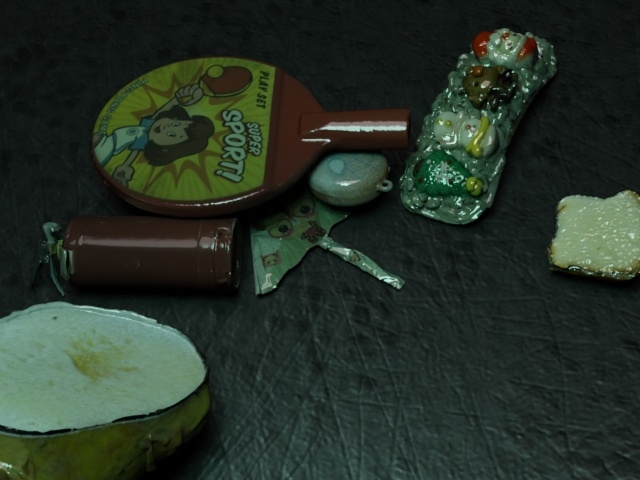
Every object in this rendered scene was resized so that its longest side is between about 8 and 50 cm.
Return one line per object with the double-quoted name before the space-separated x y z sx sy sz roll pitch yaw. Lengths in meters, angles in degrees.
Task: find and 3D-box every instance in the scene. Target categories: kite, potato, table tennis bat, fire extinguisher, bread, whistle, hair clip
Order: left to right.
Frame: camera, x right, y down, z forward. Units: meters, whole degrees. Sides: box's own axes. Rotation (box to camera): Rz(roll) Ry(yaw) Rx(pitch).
"potato" -0.283 0.209 1.393 0.299 0.196 0.246 -10 37 -35
"fire extinguisher" -0.236 0.021 1.557 0.269 0.105 0.105 1 57 5
"table tennis bat" -0.091 -0.137 1.594 0.414 0.051 0.268 -1 52 6
"kite" 0.000 -0.001 1.593 0.250 0.012 0.229 32 64 23
"whistle" 0.001 -0.098 1.624 0.220 0.057 0.107 22 46 28
"hair clip" 0.207 -0.173 1.639 0.138 0.091 0.321 17 59 19
"bread" 0.348 -0.002 1.546 0.126 0.044 0.129 3 60 16
